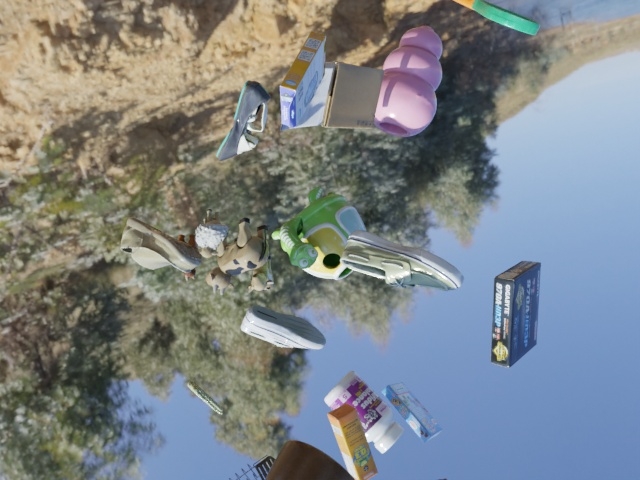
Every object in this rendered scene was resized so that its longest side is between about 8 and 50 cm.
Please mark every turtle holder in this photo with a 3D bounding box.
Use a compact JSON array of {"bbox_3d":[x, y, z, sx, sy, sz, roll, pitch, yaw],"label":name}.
[{"bbox_3d":[0.015,-0.011,1.723,0.243,0.227,0.320,-40,166,-2],"label":"turtle holder"}]

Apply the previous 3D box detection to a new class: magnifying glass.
[{"bbox_3d":[0.291,-0.406,1.036,0.092,0.026,0.231,1,-148,-31],"label":"magnifying glass"}]

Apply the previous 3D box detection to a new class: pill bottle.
[{"bbox_3d":[0.173,0.665,2.295,0.169,0.301,0.169,-44,167,-12],"label":"pill bottle"}]

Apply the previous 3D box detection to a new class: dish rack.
[{"bbox_3d":[-0.214,0.758,1.735,0.272,0.074,0.208,-33,-134,-10],"label":"dish rack"}]

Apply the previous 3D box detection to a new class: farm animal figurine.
[{"bbox_3d":[-0.243,0.069,1.718,0.331,0.172,0.327,12,150,-29],"label":"farm animal figurine"}]

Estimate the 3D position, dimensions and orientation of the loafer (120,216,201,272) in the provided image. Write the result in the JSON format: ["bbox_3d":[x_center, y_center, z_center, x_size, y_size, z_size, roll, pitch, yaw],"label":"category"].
[{"bbox_3d":[-0.374,0.027,1.374,0.269,0.092,0.102,23,176,43],"label":"loafer"}]

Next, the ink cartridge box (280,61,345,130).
[{"bbox_3d":[-0.029,-0.470,1.926,0.224,0.223,0.045,-17,-128,-41],"label":"ink cartridge box"}]

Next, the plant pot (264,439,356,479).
[{"bbox_3d":[-0.056,0.575,1.223,0.215,0.215,0.230,-4,-147,44],"label":"plant pot"}]

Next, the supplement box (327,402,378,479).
[{"bbox_3d":[0.103,0.638,1.871,0.078,0.233,0.080,-24,-168,-24],"label":"supplement box"}]

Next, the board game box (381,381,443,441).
[{"bbox_3d":[0.313,0.576,2.013,0.039,0.211,0.160,-48,155,11],"label":"board game box"}]

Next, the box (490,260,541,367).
[{"bbox_3d":[0.473,0.174,1.434,0.051,0.220,0.175,9,-163,39],"label":"box"}]

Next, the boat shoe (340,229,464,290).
[{"bbox_3d":[0.188,0.067,1.412,0.302,0.109,0.094,20,-110,30],"label":"boat shoe"}]

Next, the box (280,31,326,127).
[{"bbox_3d":[-0.028,-0.232,0.879,0.028,0.081,0.136,21,-118,10],"label":"box"}]

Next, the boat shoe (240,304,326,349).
[{"bbox_3d":[-0.098,0.237,1.544,0.075,0.226,0.083,-56,-164,27],"label":"boat shoe"}]

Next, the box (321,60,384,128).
[{"bbox_3d":[0.089,-0.377,1.563,0.021,0.164,0.201,25,-157,36],"label":"box"}]

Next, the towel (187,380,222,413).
[{"bbox_3d":[-0.423,0.578,2.185,0.027,0.148,0.110,-48,-155,-16],"label":"towel"}]

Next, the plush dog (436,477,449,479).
[{"bbox_3d":[0.346,0.743,1.518,0.211,0.262,0.225,-22,-165,-4],"label":"plush dog"}]

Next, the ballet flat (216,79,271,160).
[{"bbox_3d":[-0.154,-0.232,1.227,0.074,0.074,0.203,-31,157,-51],"label":"ballet flat"}]

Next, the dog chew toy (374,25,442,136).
[{"bbox_3d":[0.267,-0.484,1.777,0.207,0.331,0.206,18,173,2],"label":"dog chew toy"}]
